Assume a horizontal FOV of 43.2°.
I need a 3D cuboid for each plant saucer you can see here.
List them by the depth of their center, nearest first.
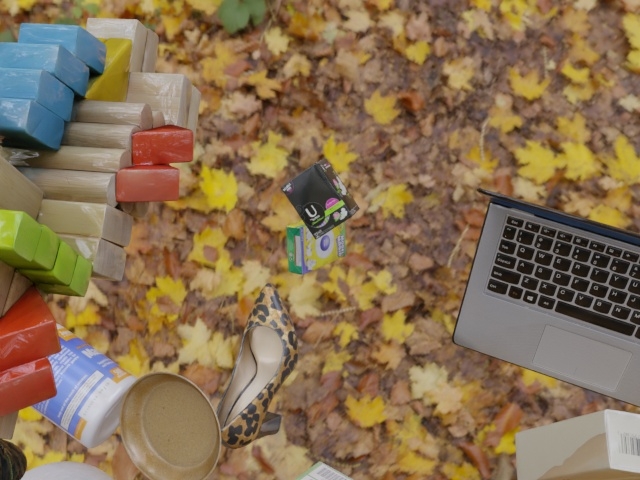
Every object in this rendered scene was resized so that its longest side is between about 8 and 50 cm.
[{"bbox_3d":[-0.102,0.130,0.562,0.083,0.083,0.015,46,21,12],"label":"plant saucer"}]

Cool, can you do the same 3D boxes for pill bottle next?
[{"bbox_3d":[-0.484,0.248,1.495,0.272,0.152,0.152,33,56,9],"label":"pill bottle"}]

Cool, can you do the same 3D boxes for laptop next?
[{"bbox_3d":[0.343,0.103,0.918,0.381,0.408,0.236,18,40,14],"label":"laptop"}]

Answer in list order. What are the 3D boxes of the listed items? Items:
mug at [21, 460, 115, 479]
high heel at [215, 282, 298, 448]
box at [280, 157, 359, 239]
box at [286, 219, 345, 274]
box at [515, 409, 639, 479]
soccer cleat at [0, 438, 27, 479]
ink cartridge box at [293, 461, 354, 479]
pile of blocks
[{"bbox_3d":[-0.369,0.569,1.336,0.374,0.328,0.276,39,75,-23],"label":"mug"},{"bbox_3d":[-0.112,0.196,1.294,0.093,0.186,0.261,-1,85,23],"label":"high heel"},{"bbox_3d":[0.000,-0.055,1.052,0.083,0.062,0.052,57,19,-3],"label":"box"},{"bbox_3d":[0.000,0.000,1.718,0.043,0.105,0.179,9,20,34],"label":"box"},{"bbox_3d":[0.572,0.460,1.751,0.147,0.311,0.121,12,64,-18],"label":"box"},{"bbox_3d":[-0.276,0.155,0.614,0.060,0.179,0.072,32,86,24],"label":"soccer cleat"},{"bbox_3d":[0.053,0.350,0.773,0.056,0.235,0.171,-27,26,-36],"label":"ink cartridge box"},{"bbox_3d":[-0.149,-0.043,0.483,0.112,0.149,0.362,5,47,11],"label":"pile of blocks"}]
